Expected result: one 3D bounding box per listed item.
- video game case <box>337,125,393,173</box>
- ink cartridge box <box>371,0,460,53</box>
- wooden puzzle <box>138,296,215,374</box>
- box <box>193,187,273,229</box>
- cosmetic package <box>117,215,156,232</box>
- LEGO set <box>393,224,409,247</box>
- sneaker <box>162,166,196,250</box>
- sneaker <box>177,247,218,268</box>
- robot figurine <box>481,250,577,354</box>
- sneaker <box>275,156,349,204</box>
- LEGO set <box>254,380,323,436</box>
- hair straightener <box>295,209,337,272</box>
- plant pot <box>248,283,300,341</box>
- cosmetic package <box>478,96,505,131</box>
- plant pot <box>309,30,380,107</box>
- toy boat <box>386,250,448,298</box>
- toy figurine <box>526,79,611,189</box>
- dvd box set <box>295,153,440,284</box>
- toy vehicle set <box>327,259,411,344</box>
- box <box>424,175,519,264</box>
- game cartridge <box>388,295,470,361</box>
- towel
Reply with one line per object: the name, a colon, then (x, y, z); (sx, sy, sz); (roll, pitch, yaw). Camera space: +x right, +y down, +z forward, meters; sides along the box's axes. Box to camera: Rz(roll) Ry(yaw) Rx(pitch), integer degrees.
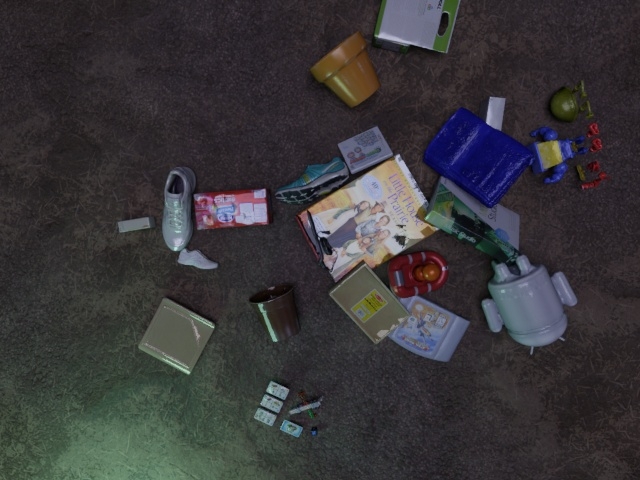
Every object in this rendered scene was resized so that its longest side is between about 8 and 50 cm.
video game case: (0.156, -0.319, 1.615); (0.157, 0.019, 0.143); (-24, 59, 4)
ink cartridge box: (0.321, -0.745, 1.576); (0.256, 0.097, 0.188); (13, 94, -1)
wooden puzzle: (-0.535, 0.356, 1.720); (0.221, 0.044, 0.238); (29, 99, -1)
box: (-0.304, -0.112, 1.630); (0.257, 0.122, 0.128); (-5, 94, 2)
cosmetic package: (-0.670, -0.059, 1.677); (0.115, 0.060, 0.041); (-9, 95, 4)
LEGO set: (0.278, -0.013, 1.575); (0.054, 0.023, 0.083); (18, 82, -4)
sneaker: (-0.517, -0.112, 1.623); (0.114, 0.152, 0.304); (5, 96, -1)
sneaker: (-0.447, 0.068, 1.685); (0.152, 0.054, 0.061); (13, 92, 1)
robot figurine: (0.715, 0.215, 1.589); (0.300, 0.200, 0.353); (-25, 93, 18)
sneaker: (-0.033, -0.210, 1.641); (0.276, 0.107, 0.109); (-21, 63, 8)
LEGO set: (-0.104, 0.640, 1.737); (0.245, 0.060, 0.182); (24, 107, 1)
hair straightener: (0.000, 0.000, 1.562); (0.089, 0.047, 0.230); (-25, 94, 3)
plant pot: (-0.153, 0.262, 1.647); (0.167, 0.167, 0.165); (-16, 103, 3)
cosmetic package: (0.583, -0.366, 1.597); (0.061, 0.099, 0.238); (7, 95, 1)
plant pot: (0.098, -0.565, 1.558); (0.205, 0.205, 0.188); (-37, 109, 4)
toy boat: (0.355, 0.112, 1.589); (0.231, 0.151, 0.150); (-10, 88, -28)
toy figurine: (0.790, -0.327, 1.557); (0.217, 0.191, 0.362); (-16, 93, 8)
dvd box set: (0.168, -0.066, 1.610); (0.421, 0.062, 0.307); (-30, 94, 3)
toy vehicle set: (0.173, 0.220, 1.607); (0.166, 0.035, 0.267); (-40, 105, 6)
box: (0.524, -0.078, 1.567); (0.322, 0.232, 0.058); (27, 135, 0)
game cartridge: (0.372, 0.315, 1.683); (0.297, 0.062, 0.198); (26, 91, -1)
towel: (0.513, -0.280, 1.532); (0.308, 0.076, 0.227); (43, 114, 26)
